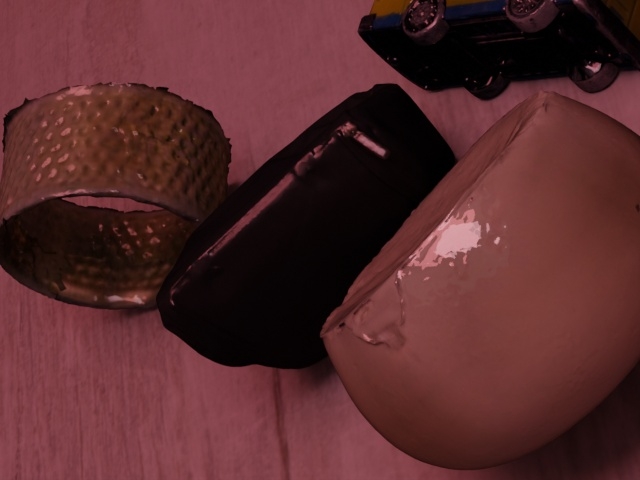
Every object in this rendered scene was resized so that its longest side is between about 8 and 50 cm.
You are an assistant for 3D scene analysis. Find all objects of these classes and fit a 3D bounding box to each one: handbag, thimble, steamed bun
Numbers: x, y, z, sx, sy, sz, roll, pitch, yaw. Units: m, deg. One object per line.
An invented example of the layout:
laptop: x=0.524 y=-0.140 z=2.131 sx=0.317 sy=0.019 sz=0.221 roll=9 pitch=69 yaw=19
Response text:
handbag: x=0.002 y=0.002 z=1.419 sx=0.302 sy=0.178 sz=0.275 roll=-43 pitch=9 yaw=12
thimble: x=-0.236 y=-0.044 z=1.651 sx=0.271 sy=0.271 sz=0.150 roll=-23 pitch=52 yaw=33
steamed bun: x=0.162 y=0.043 z=1.201 sx=0.324 sy=0.206 sz=0.324 roll=-47 pitch=2 yaw=2

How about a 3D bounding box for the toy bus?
toy bus: x=0.194 y=-0.250 z=1.467 sx=0.288 sy=0.138 sz=0.175 roll=0 pitch=65 yaw=45
